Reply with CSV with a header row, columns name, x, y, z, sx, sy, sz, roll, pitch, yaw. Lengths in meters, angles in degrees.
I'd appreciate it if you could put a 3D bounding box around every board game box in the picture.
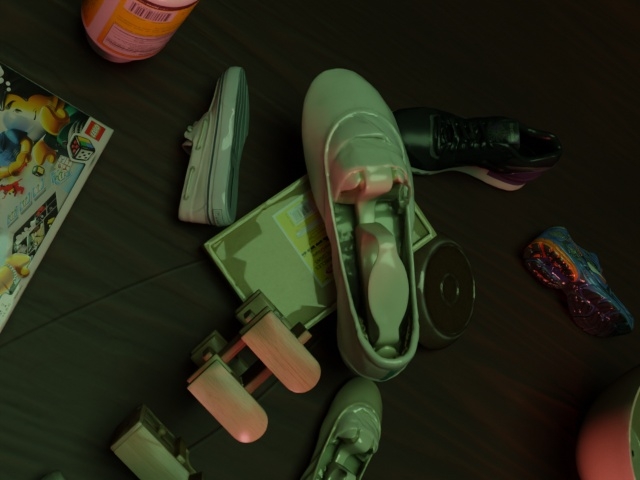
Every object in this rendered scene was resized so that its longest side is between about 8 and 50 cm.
name,x,y,z,sx,sy,sz,roll,pitch,yaw
board game box,-0.390,-0.049,1.078,0.193,0.053,0.305,31,64,-18

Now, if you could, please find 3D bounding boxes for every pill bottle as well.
name,x,y,z,sx,sy,sz,roll,pitch,yaw
pill bottle,-0.217,-0.293,1.144,0.117,0.215,0.117,8,73,-26

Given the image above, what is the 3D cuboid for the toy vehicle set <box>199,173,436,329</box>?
name,x,y,z,sx,sy,sz,roll,pitch,yaw
toy vehicle set,0.000,0.000,1.240,0.266,0.035,0.166,-35,94,-14

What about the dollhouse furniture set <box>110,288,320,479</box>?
name,x,y,z,sx,sy,sz,roll,pitch,yaw
dollhouse furniture set,-0.091,0.198,1.088,0.242,0.212,0.161,-43,97,-4

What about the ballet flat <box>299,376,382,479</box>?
name,x,y,z,sx,sy,sz,roll,pitch,yaw
ballet flat,0.030,0.280,1.198,0.086,0.086,0.249,35,62,-16

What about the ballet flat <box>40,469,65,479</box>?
name,x,y,z,sx,sy,sz,roll,pitch,yaw
ballet flat,-0.231,0.334,1.050,0.213,0.072,0.068,45,54,-10

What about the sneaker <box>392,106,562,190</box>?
name,x,y,z,sx,sy,sz,roll,pitch,yaw
sneaker,0.226,-0.154,1.398,0.283,0.124,0.107,7,72,-26

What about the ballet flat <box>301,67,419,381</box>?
name,x,y,z,sx,sy,sz,roll,pitch,yaw
ballet flat,0.065,-0.026,1.172,0.139,0.139,0.401,-5,86,-29

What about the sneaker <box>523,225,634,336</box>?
name,x,y,z,sx,sy,sz,roll,pitch,yaw
sneaker,0.411,0.061,1.469,0.221,0.083,0.087,48,52,-13

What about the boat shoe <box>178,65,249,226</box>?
name,x,y,z,sx,sy,sz,roll,pitch,yaw
boat shoe,-0.141,-0.126,1.219,0.075,0.083,0.226,0,62,8

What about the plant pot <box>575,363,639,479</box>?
name,x,y,z,sx,sy,sz,roll,pitch,yaw
plant pot,0.481,0.309,1.371,0.284,0.191,0.284,7,74,-26

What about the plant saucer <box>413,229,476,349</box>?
name,x,y,z,sx,sy,sz,roll,pitch,yaw
plant saucer,0.171,0.068,1.328,0.168,0.029,0.169,8,79,-48
